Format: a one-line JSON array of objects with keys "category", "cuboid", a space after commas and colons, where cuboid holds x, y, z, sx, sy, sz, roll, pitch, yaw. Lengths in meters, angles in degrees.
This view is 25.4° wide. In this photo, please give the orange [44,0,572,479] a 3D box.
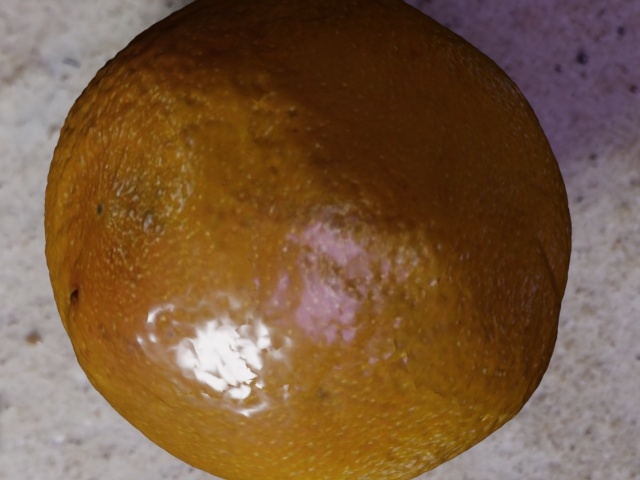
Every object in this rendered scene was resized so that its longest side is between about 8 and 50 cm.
[{"category": "orange", "cuboid": [0.000, 0.000, 0.708, 0.264, 0.264, 0.264, -5, 115, -12]}]
